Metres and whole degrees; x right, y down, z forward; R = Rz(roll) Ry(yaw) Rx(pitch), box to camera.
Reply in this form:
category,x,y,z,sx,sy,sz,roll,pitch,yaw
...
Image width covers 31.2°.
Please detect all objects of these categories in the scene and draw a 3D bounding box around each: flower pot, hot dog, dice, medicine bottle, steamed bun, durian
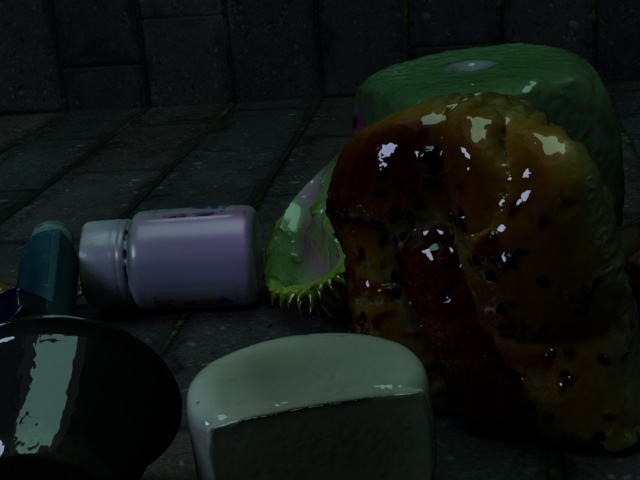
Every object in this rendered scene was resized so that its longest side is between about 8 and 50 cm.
category,x,y,z,sx,sy,sz,roll,pitch,yaw
flower pot,-0.257,0.201,1.099,0.235,0.235,0.148,-4,36,3
hot dog,0.172,0.024,1.241,0.367,0.365,0.196,7,25,39
dice,0.238,-0.099,1.684,0.318,0.330,0.322,-13,20,-12
medicine bottle,-0.388,0.062,1.577,0.079,0.124,0.258,-33,33,18
steamed bun,-0.011,0.182,1.147,0.242,0.146,0.164,-9,21,-9
medicine bottle,-0.216,0.027,1.684,0.254,0.152,0.152,-3,18,4
durian,0.000,0.000,1.667,0.158,0.169,0.352,5,29,-6

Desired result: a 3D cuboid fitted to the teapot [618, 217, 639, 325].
category,x,y,z,sx,sy,sz,roll,pitch,yaw
teapot,0.408,0.066,1.472,0.178,0.135,0.252,-35,11,48

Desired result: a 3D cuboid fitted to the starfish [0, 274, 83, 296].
category,x,y,z,sx,sy,sz,roll,pitch,yaw
starfish,-0.455,0.090,1.721,0.231,0.048,0.295,-3,13,13
